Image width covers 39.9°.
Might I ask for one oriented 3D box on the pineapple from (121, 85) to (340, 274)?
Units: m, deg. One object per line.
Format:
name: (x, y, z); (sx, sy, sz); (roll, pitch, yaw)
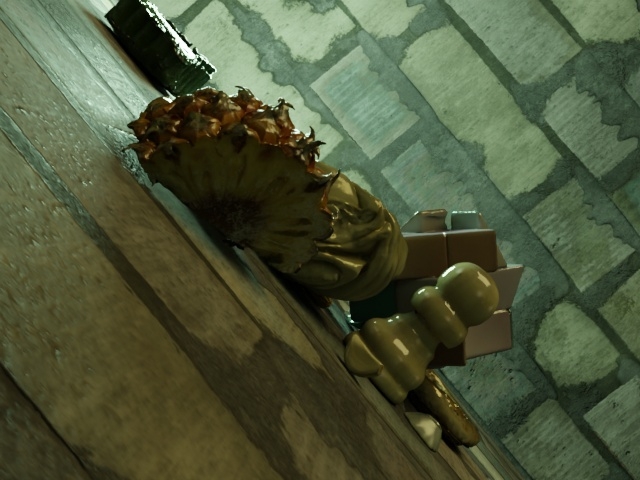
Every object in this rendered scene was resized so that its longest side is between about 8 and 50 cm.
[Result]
pineapple: (-0.102, -0.160, 1.274); (0.344, 0.209, 0.286); (38, 24, -41)

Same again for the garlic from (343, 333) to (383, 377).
garlic: (0.069, 0.203, 1.488); (0.083, 0.053, 0.041); (43, 1, 31)

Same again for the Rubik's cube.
Rubik's cube: (0.224, 0.113, 1.941); (0.387, 0.368, 0.358); (-2, -88, 53)

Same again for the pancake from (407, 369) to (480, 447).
pancake: (0.256, 0.357, 2.148); (0.382, 0.071, 0.382); (47, 3, -3)

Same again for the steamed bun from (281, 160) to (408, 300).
steamed bun: (0.002, 0.001, 1.633); (0.276, 0.203, 0.289); (19, -20, 42)

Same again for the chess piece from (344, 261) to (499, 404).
chess piece: (0.208, 0.161, 1.704); (0.167, 0.299, 0.167); (51, 2, -2)

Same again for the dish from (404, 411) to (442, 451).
dish: (0.217, 0.371, 1.741); (0.091, 0.039, 0.137); (52, 5, 24)

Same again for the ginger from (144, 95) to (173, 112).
ginger: (-0.203, -0.129, 1.437); (0.299, 0.065, 0.118); (51, 11, 23)

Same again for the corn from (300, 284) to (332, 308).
corn: (-0.012, 0.096, 1.749); (0.092, 0.037, 0.037); (53, 3, -4)

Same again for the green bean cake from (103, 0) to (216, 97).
green bean cake: (-0.391, -0.473, 2.152); (0.241, 0.132, 0.255); (50, 5, 4)
